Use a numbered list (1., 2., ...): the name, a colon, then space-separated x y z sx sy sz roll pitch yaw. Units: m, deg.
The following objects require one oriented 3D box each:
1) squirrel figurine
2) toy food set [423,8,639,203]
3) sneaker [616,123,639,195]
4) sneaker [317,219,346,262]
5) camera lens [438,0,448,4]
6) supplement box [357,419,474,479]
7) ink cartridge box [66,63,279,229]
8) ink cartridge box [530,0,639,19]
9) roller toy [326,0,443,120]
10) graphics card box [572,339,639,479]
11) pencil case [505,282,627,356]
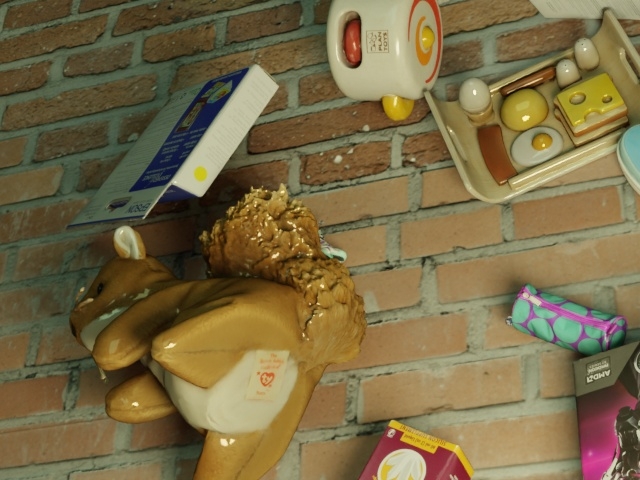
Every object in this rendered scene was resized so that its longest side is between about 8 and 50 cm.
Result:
1. squirrel figurine: -0.152 0.105 1.867 0.397 0.281 0.370 -35 36 -22
2. toy food set: 0.324 -0.204 1.947 0.306 0.092 0.220 -25 49 7
3. sneaker: 0.498 -0.110 1.717 0.127 0.208 0.319 -44 49 -9
4. sneaker: 0.000 0.000 1.980 0.098 0.038 0.069 3 58 26
5. camera lens: 0.146 -0.545 2.166 0.219 0.274 0.219 -13 51 16
6. supplement box: 0.097 0.333 1.654 0.104 0.081 0.188 17 64 33
7. ink cartridge box: -0.232 -0.125 2.076 0.303 0.072 0.307 -4 49 58
8. ink cartridge box: 0.403 -0.383 1.963 0.224 0.223 0.045 8 82 29
9. roller toy: 0.107 -0.311 2.063 0.146 0.191 0.209 3 56 26
10. graphics card box: 0.418 0.278 1.504 0.232 0.094 0.371 -22 46 31
11. pencil case: 0.321 0.107 1.728 0.151 0.070 0.064 19 65 34
